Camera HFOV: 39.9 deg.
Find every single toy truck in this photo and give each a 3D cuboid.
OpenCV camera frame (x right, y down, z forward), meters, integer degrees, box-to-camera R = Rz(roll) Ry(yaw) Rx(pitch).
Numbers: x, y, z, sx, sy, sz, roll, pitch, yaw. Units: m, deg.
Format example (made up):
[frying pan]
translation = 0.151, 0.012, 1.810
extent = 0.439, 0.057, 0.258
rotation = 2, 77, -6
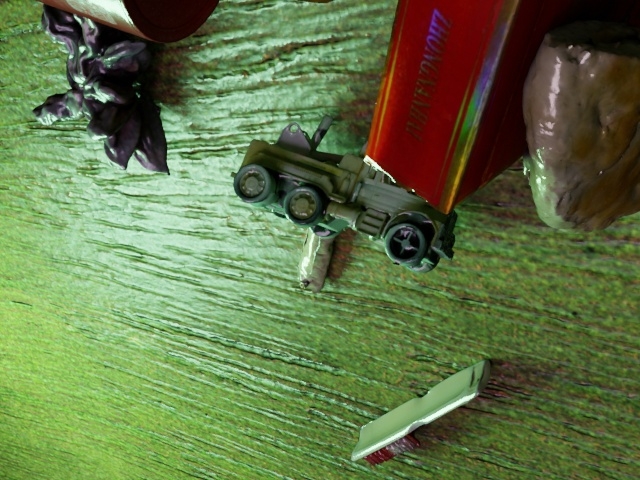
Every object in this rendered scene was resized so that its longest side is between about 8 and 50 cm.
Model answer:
[toy truck]
translation = 0.039, -0.059, 1.015
extent = 0.260, 0.135, 0.128
rotation = 25, 180, 17

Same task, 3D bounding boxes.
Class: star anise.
[star anise]
translation = -0.289, -0.199, 1.165
extent = 0.212, 0.129, 0.282
rotation = 39, 138, 30

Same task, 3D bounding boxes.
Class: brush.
[brush]
translation = 0.145, 0.255, 1.252
extent = 0.050, 0.060, 0.321
rotation = 34, 140, -9

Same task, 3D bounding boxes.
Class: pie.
[pie]
translation = 0.278, -0.135, 0.656
extent = 0.075, 0.338, 0.337
rotation = 51, 146, 32

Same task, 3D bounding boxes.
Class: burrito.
[burrito]
translation = 0.000, 0.000, 1.163
extent = 0.185, 0.041, 0.045
rotation = 105, 151, -46

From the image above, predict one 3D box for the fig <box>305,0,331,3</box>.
[fig]
translation = -0.044, -0.303, 0.882
extent = 0.201, 0.134, 0.146
rotation = 3, 117, 47

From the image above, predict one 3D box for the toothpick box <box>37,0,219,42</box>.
[toothpick box]
translation = -0.281, -0.356, 0.955
extent = 0.333, 0.204, 0.204
rotation = 21, 135, 22

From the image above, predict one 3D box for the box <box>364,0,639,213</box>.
[box]
translation = 0.172, -0.178, 0.665
extent = 0.089, 0.313, 0.197
rotation = 36, 139, 22
